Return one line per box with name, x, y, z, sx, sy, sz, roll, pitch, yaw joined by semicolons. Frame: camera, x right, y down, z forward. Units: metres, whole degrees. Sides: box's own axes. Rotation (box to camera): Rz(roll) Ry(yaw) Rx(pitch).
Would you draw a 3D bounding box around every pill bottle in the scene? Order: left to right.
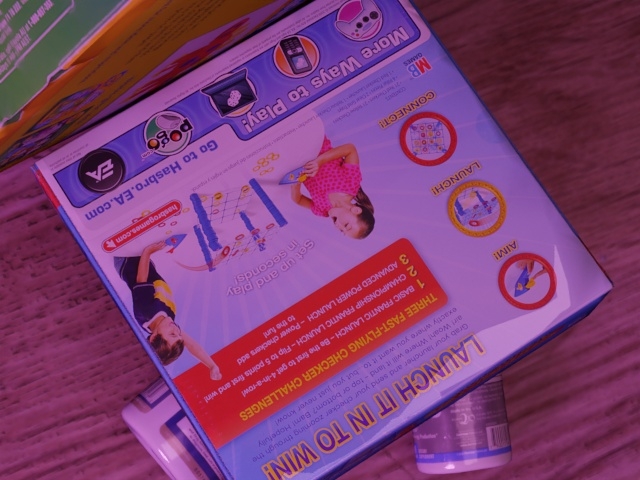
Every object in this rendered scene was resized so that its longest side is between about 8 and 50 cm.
pill bottle;-0.061;0.114;1.212;0.169;0.094;0.094;-40;94;-12
pill bottle;0.107;0.113;1.255;0.078;0.078;0.137;-7;86;-12

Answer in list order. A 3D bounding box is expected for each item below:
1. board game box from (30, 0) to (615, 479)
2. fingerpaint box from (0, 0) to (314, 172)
board game box;0.000;0.000;1.152;0.308;0.086;0.302;-31;77;-10
fingerpaint box;-0.084;-0.222;1.004;0.371;0.445;0.163;-32;92;-37
